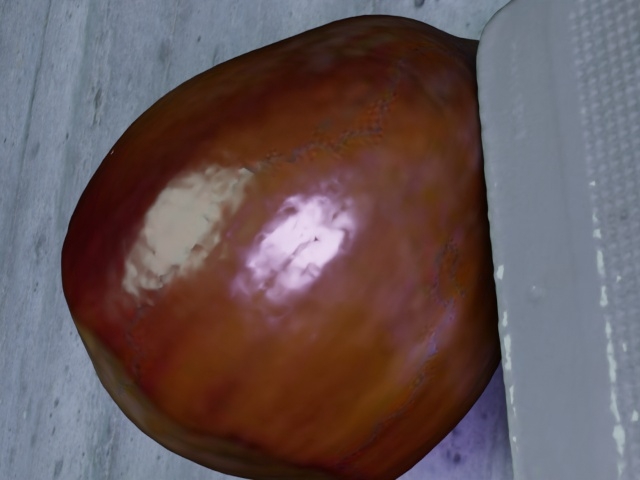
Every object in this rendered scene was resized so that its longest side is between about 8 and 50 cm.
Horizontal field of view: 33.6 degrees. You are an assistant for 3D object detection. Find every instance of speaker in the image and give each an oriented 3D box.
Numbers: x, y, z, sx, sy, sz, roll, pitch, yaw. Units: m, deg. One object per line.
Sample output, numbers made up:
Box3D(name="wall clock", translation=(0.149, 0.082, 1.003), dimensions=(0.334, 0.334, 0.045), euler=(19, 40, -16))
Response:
Box3D(name="speaker", translation=(0.213, 0.034, 0.607), dimensions=(0.183, 0.184, 0.406), euler=(-23, 61, 45))

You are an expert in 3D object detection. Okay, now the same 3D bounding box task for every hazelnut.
Box3D(name="hazelnut", translation=(-0.005, 0.008, 0.782), dimensions=(0.365, 0.365, 0.366), euler=(-20, 64, 47))
